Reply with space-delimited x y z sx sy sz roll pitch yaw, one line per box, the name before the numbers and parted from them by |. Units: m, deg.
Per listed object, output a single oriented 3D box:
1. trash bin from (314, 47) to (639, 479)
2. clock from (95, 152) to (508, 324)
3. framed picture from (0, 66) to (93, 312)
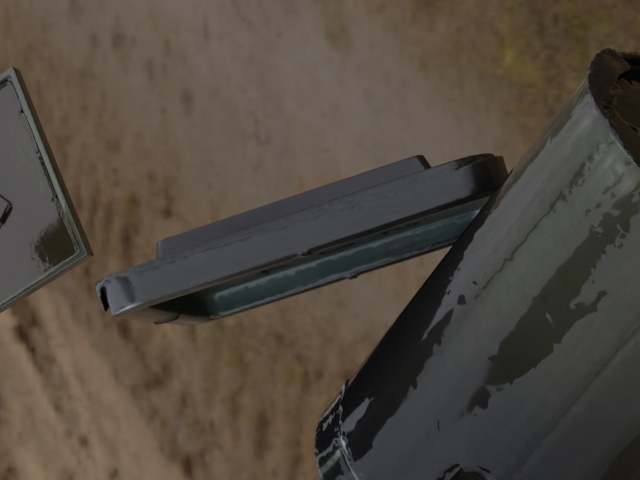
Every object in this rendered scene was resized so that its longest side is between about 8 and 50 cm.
trash bin | 0.156 0.064 0.916 0.203 0.252 0.301 38 119 6
clock | 0.000 -0.001 1.102 0.273 0.279 0.049 33 -141 -82
framed picture | -0.391 -0.049 1.848 0.192 0.018 0.265 -30 69 15
